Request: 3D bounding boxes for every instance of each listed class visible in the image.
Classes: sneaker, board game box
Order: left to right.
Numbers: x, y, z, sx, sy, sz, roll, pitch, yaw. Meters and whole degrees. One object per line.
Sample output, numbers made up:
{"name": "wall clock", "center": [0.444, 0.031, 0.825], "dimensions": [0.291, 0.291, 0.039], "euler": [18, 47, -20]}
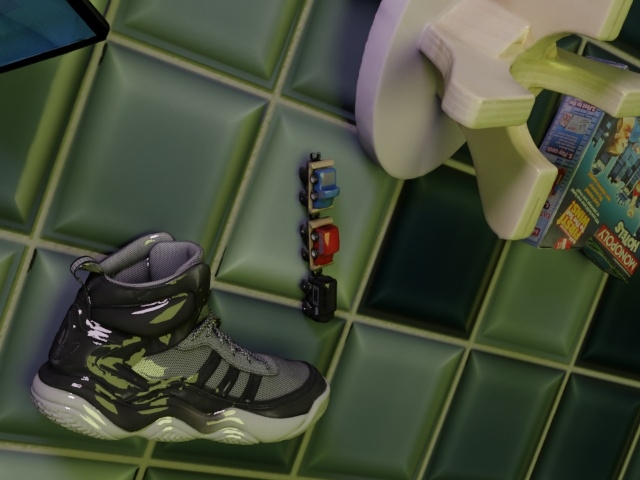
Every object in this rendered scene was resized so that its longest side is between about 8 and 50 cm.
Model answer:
{"name": "sneaker", "center": [-0.092, 0.079, 0.979], "dimensions": [0.269, 0.101, 0.153], "euler": [6, 105, -35]}
{"name": "board game box", "center": [0.280, -0.051, 1.237], "dimensions": [0.194, 0.060, 0.194], "euler": [-53, 129, -8]}

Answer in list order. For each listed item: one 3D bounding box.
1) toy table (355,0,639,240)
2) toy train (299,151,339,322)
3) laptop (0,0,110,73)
{"name": "toy table", "center": [0.155, -0.142, 0.997], "dimensions": [0.252, 0.161, 0.274], "euler": [-19, 135, -34]}
{"name": "toy train", "center": [0.000, 0.000, 1.062], "dimensions": [0.027, 0.036, 0.158], "euler": [-14, 114, -32]}
{"name": "laptop", "center": [-0.308, -0.129, 0.709], "dimensions": [0.264, 0.136, 0.234], "euler": [-45, 127, -8]}
